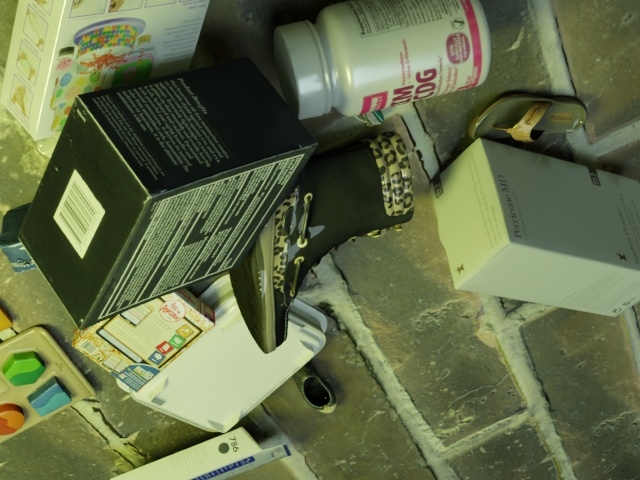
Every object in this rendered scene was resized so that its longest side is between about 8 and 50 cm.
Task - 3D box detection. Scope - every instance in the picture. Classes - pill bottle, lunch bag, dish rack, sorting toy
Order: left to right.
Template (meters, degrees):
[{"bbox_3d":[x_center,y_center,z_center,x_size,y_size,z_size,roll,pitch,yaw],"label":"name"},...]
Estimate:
[{"bbox_3d":[-0.536,0.228,1.988,0.229,0.041,0.307,-25,137,0],"label":"sorting toy"},{"bbox_3d":[-0.433,0.002,1.768,0.067,0.098,0.065,-13,133,8],"label":"lunch bag"},{"bbox_3d":[-0.165,0.219,2.125,0.333,0.072,0.285,-42,133,17],"label":"dish rack"},{"bbox_3d":[0.085,-0.268,1.694,0.283,0.160,0.160,-15,136,-10],"label":"pill bottle"}]

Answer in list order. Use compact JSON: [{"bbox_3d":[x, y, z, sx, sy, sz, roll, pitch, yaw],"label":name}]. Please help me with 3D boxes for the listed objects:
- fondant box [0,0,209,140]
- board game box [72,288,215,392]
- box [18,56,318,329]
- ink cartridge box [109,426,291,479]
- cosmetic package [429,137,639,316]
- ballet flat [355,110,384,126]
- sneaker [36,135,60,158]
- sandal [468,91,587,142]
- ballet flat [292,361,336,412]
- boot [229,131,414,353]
[{"bbox_3d":[-0.256,-0.301,1.495,0.238,0.096,0.330,-20,142,-43],"label":"fondant box"},{"bbox_3d":[-0.294,0.147,1.984,0.193,0.045,0.147,-40,117,16],"label":"board game box"},{"bbox_3d":[-0.211,-0.068,1.608,0.294,0.183,0.296,-20,156,-42],"label":"box"},{"bbox_3d":[-0.223,0.430,2.266,0.332,0.065,0.165,-19,161,-5],"label":"ink cartridge box"},{"bbox_3d":[0.390,-0.015,2.019,0.384,0.217,0.156,10,143,-34],"label":"cosmetic package"},{"bbox_3d":[0.059,-0.213,1.827,0.041,0.041,0.114,-31,136,7],"label":"ballet flat"},{"bbox_3d":[-0.351,-0.099,1.744,0.082,0.071,0.191,-17,135,11],"label":"sneaker"},{"bbox_3d":[0.349,-0.192,1.957,0.219,0.060,0.090,-1,132,-23],"label":"sandal"},{"bbox_3d":[-0.013,0.288,2.272,0.057,0.049,0.173,-28,137,5],"label":"ballet flat"},{"bbox_3d":[0.000,0.000,1.908,0.284,0.138,0.378,-19,131,-21],"label":"boot"}]
